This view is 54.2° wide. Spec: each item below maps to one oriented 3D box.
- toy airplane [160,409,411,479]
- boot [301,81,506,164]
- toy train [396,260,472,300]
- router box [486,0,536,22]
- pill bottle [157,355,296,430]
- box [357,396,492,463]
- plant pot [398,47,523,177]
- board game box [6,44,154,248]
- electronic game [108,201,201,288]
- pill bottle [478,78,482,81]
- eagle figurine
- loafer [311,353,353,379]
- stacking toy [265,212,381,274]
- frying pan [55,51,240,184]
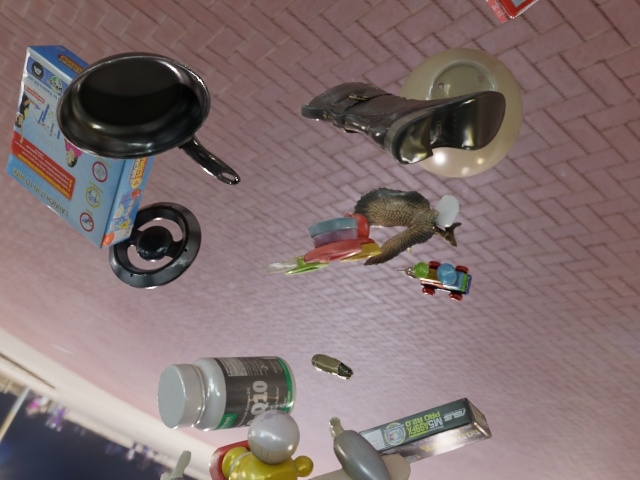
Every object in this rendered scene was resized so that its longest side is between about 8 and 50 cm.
[{"bbox_3d":[-0.064,0.415,1.005,0.384,0.272,0.386,-1,-177,14],"label":"toy airplane"},{"bbox_3d":[0.130,-0.209,0.978,0.229,0.263,0.091,38,136,46],"label":"boot"},{"bbox_3d":[0.313,0.101,1.870,0.248,0.105,0.143,10,169,31],"label":"toy train"},{"bbox_3d":[0.214,-0.461,0.891,0.082,0.335,0.301,-35,96,22],"label":"router box"},{"bbox_3d":[-0.267,0.438,1.802,0.361,0.204,0.204,6,170,-38],"label":"pill bottle"},{"bbox_3d":[0.244,0.453,1.450,0.270,0.060,0.216,-22,147,14],"label":"box"},{"bbox_3d":[0.294,-0.286,1.325,0.284,0.284,0.191,18,-179,10],"label":"plant pot"},{"bbox_3d":[-0.496,-0.193,1.294,0.308,0.086,0.302,36,122,15],"label":"board game box"},{"bbox_3d":[-0.391,0.008,1.478,0.229,0.229,0.048,14,156,19],"label":"electronic game"},{"bbox_3d":[0.329,-0.276,1.486,0.117,0.117,0.215,19,117,8],"label":"pill bottle"},{"bbox_3d":[0.267,-0.039,1.890,0.298,0.225,0.226,0,-165,-12],"label":"eagle figurine"},{"bbox_3d":[0.043,0.398,1.980,0.148,0.056,0.050,22,160,-11],"label":"loafer"},{"bbox_3d":[0.000,0.000,1.712,0.280,0.130,0.309,-15,172,16],"label":"stacking toy"},{"bbox_3d":[-0.198,-0.172,0.868,0.326,0.053,0.197,6,145,-45],"label":"frying pan"}]
